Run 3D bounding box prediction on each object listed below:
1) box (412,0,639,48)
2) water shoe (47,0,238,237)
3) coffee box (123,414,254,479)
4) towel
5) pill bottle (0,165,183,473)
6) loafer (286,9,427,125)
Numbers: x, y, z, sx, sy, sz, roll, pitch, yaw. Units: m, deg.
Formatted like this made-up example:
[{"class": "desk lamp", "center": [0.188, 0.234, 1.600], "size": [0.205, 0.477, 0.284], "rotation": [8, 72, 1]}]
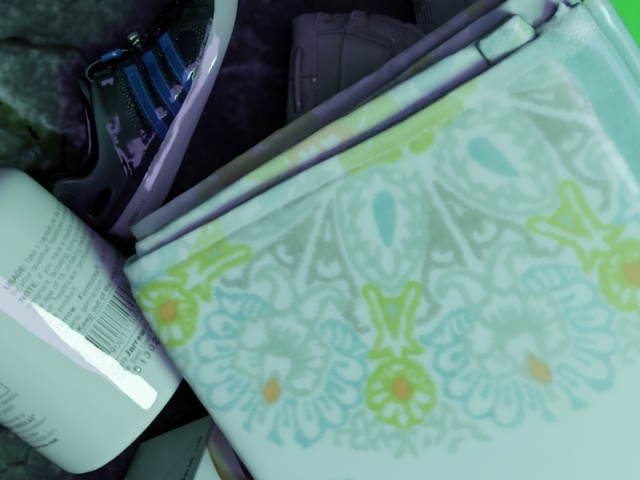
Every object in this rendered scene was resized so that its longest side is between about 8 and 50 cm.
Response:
[{"class": "box", "center": [0.174, -0.129, 0.855], "size": [0.127, 0.231, 0.262], "rotation": [-19, 103, -20]}, {"class": "water shoe", "center": [-0.117, -0.103, 0.833], "size": [0.080, 0.073, 0.203], "rotation": [20, 89, -20]}, {"class": "coffee box", "center": [-0.009, 0.269, 0.869], "size": [0.297, 0.119, 0.168], "rotation": [35, 54, -21]}, {"class": "towel", "center": [0.102, 0.071, 0.751], "size": [0.321, 0.090, 0.374], "rotation": [-30, 99, 19]}, {"class": "pill bottle", "center": [-0.199, 0.029, 0.788], "size": [0.229, 0.131, 0.131], "rotation": [43, 82, -20]}, {"class": "loafer", "center": [0.000, 0.000, 0.886], "size": [0.111, 0.112, 0.319], "rotation": [13, 94, 14]}]
